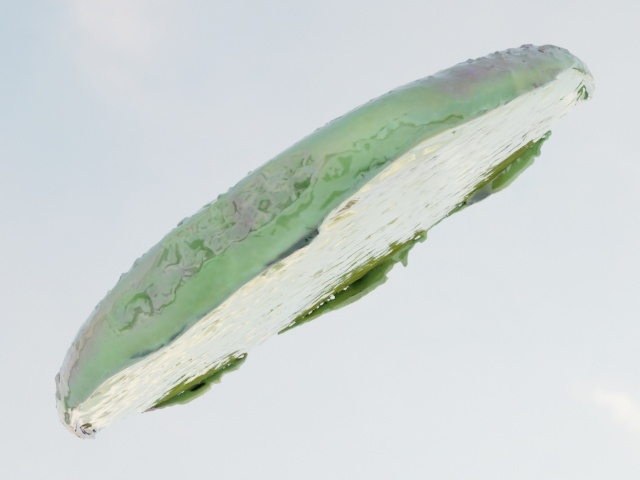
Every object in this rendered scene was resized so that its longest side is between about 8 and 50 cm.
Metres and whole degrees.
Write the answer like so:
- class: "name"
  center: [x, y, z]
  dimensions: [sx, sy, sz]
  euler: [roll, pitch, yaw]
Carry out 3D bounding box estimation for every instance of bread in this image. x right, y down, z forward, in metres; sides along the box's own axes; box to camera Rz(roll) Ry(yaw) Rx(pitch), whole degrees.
- class: "bread"
  center: [0.003, -0.001, 0.655]
  dimensions: [0.301, 0.301, 0.045]
  euler: [-42, -103, 41]
